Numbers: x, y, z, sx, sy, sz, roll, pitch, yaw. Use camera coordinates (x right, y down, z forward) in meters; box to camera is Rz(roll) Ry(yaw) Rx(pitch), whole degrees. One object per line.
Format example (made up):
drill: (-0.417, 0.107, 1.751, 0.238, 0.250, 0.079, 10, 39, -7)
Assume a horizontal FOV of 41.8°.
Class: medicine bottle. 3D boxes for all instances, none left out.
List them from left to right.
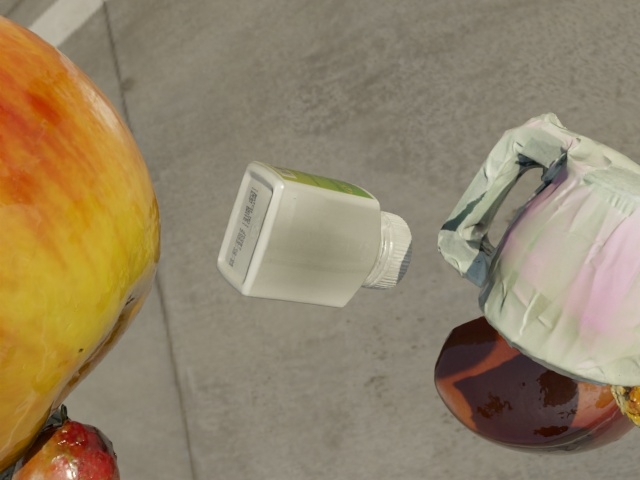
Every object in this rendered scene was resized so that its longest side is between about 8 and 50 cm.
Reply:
medicine bottle: (0.000, 0.000, 0.898, 0.088, 0.189, 0.132, 35, 110, 53)

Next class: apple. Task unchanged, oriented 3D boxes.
apple: (-0.228, 0.011, 0.488, 0.233, 0.286, 0.286, 31, 115, -2)

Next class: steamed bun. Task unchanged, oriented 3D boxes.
steamed bun: (0.404, 0.247, 1.460, 0.379, 0.235, 0.248, -23, 60, 21)

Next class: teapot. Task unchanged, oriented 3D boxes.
teapot: (0.228, 0.001, 0.725, 0.221, 0.163, 0.178, -120, 46, -60)

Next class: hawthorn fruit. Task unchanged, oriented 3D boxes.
hawthorn fruit: (-0.164, 0.156, 0.546, 0.077, 0.077, 0.077, -2, 86, 43)

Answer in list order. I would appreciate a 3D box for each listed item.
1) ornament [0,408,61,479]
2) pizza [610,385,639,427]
ornament: (-0.331, 0.306, 0.992, 0.080, 0.202, 0.236, 3, 125, 41)
pizza: (0.403, 0.147, 1.013, 0.062, 0.161, 0.182, 133, 157, -66)
